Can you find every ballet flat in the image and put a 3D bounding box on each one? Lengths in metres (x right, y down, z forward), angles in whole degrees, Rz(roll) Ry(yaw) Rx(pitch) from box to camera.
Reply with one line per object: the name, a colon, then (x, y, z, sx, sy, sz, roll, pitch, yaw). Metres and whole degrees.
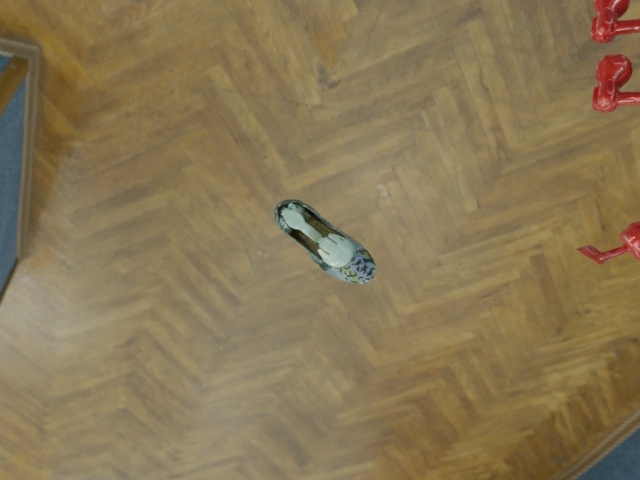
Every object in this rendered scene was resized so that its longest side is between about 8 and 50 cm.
ballet flat: (0.000, 0.000, 0.609, 0.114, 0.041, 0.041, 38, 135, 21)

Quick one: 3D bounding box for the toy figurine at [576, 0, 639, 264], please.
toy figurine: (0.316, -0.125, 0.486, 0.191, 0.362, 0.217, 1, 171, 32)
